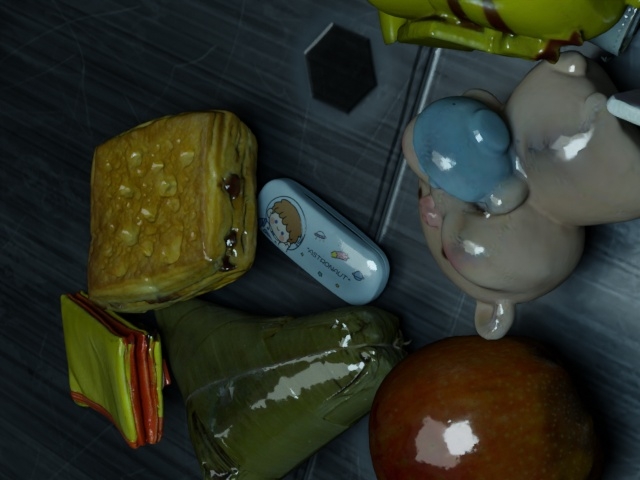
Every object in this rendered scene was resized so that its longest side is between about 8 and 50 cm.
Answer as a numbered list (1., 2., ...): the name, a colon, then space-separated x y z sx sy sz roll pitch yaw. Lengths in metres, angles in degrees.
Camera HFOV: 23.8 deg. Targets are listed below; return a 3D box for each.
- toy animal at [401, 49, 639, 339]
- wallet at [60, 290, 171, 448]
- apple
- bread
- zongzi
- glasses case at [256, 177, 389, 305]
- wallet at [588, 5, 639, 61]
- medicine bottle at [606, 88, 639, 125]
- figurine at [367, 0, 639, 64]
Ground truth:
1. toy animal: 0.197 -0.062 1.414 0.221 0.229 0.210 -18 54 -2
2. wallet: -0.240 0.147 1.775 0.241 0.067 0.141 22 119 62
3. apple: 0.162 0.196 1.468 0.230 0.230 0.230 7 103 34
4. bread: -0.161 -0.031 1.694 0.235 0.099 0.211 -14 71 41
5. zongzi: -0.058 0.095 1.658 0.274 0.145 0.300 -40 58 25
6. glasses case: 0.000 0.000 1.638 0.178 0.045 0.067 39 120 24
7. wallet: 0.219 -0.289 1.420 0.231 0.069 0.170 33 120 19
8. medicine bottle: 0.391 -0.082 1.128 0.235 0.406 0.236 7 102 34
9. figurine: 0.132 -0.250 1.355 0.326 0.218 0.169 19 79 35
